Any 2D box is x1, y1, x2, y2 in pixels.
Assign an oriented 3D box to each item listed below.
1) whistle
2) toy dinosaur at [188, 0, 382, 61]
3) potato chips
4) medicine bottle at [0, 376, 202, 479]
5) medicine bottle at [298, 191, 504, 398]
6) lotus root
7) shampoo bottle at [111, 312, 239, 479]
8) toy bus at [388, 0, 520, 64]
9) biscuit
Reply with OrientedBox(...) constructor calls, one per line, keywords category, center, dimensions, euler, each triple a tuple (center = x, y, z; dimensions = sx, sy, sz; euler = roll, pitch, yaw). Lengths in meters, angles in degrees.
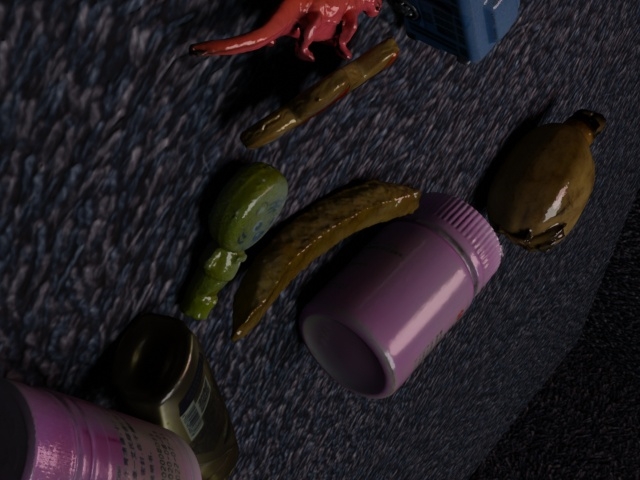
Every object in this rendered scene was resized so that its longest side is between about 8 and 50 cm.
OrientedBox(category="whistle", center=(-0.104, 0.000, 1.151), dimensions=(0.198, 0.057, 0.104), euler=(-58, 164, 20))
OrientedBox(category="toy dinosaur", center=(-0.017, -0.249, 1.010), dimensions=(0.286, 0.070, 0.139), euler=(-18, 124, -53))
OrientedBox(category="potato chips", center=(0.000, 0.000, 1.324), dimensions=(0.407, 0.080, 0.057), euler=(-35, 165, -46))
OrientedBox(category="medicine bottle", center=(-0.239, 0.223, 0.971), dimensions=(0.152, 0.152, 0.254), euler=(-57, 146, -2))
OrientedBox(category="medicine bottle", center=(0.120, 0.076, 1.531), dimensions=(0.290, 0.178, 0.178), euler=(-44, 153, -32))
OrientedBox(category="lotus root", center=(0.422, -0.124, 1.907), dimensions=(0.310, 0.182, 0.183), euler=(-56, 157, -13))
OrientedBox(category="shampoo bottle", center=(-0.161, 0.212, 1.238), dimensions=(0.350, 0.084, 0.126), euler=(79, 24, -59))
OrientedBox(category="toy bus", center=(0.150, -0.305, 1.169), dimensions=(0.116, 0.133, 0.234), euler=(-55, 157, -9))
OrientedBox(category="biscuit", center=(0.017, -0.164, 1.105), dimensions=(0.153, 0.030, 0.234), euler=(-27, -172, 32))
